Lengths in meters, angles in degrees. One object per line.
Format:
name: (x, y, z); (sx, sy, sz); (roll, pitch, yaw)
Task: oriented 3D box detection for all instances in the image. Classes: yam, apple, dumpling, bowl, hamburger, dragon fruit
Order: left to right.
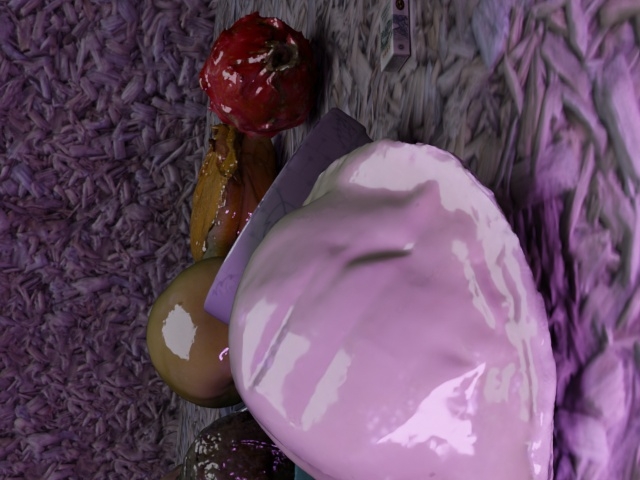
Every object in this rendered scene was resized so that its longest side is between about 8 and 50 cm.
apple: (-0.175, 0.166, 1.813); (0.262, 0.263, 0.262); (-176, 90, -77)
hamburger: (-0.166, -0.073, 2.014); (0.318, 0.158, 0.318); (-176, 90, -77)
yam: (-0.138, 0.401, 1.693); (0.300, 0.195, 0.195); (119, 152, -61)
dragon fruit: (-0.097, -0.276, 1.718); (0.268, 0.210, 0.205); (171, 86, -71)
bowl: (0.000, 0.000, 1.201); (0.287, 0.144, 0.287); (-58, -1, -2)
dumpling: (0.063, 0.074, 0.890); (0.395, 0.233, 0.315); (51, 134, 40)

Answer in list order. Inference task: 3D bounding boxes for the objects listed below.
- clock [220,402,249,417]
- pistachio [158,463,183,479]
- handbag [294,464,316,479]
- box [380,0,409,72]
clock: (-0.144, 0.320, 1.983); (0.186, 0.083, 0.253); (-100, 19, -48)
pistachio: (-0.242, 0.610, 2.093); (0.226, 0.208, 0.331); (33, -149, -55)
handbag: (0.040, 0.248, 1.211); (0.274, 0.100, 0.268); (123, 152, -62)
box: (0.091, -0.256, 1.271); (0.054, 0.024, 0.083); (133, 139, -68)
